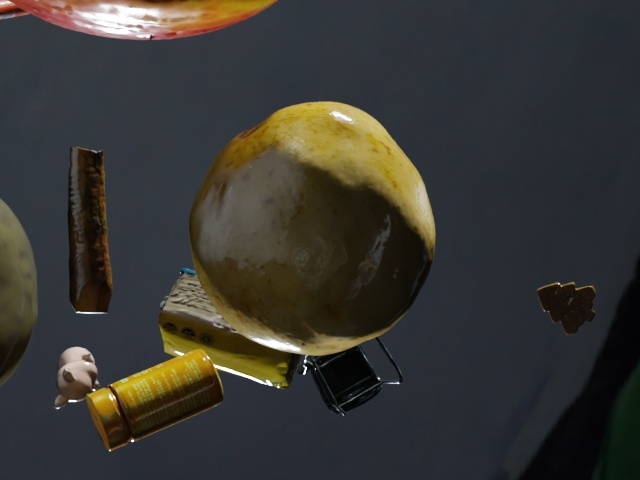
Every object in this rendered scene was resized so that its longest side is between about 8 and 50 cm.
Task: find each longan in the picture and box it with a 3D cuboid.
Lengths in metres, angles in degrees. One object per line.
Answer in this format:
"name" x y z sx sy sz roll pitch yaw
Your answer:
"longan" -0.626 0.074 1.673 0.404 0.336 0.404 169 -90 -84

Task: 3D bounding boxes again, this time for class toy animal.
"toy animal" -0.444 0.243 1.900 0.150 0.089 0.083 -118 -163 -72

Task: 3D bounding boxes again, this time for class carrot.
"carrot" -0.358 -0.017 1.622 0.070 0.070 0.260 139 -53 -80

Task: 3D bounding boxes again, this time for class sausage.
"sausage" -0.563 -0.410 1.861 0.129 0.034 0.034 -38 152 -60

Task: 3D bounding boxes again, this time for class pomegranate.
"pomegranate" 0.000 0.000 0.787 0.196 0.196 0.196 -161 -90 -85

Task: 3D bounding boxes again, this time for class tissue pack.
"tissue pack" -0.167 0.177 2.051 0.192 0.271 0.134 94 13 -58

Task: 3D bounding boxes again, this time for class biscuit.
"biscuit" 0.365 0.095 1.568 0.016 0.092 0.082 -30 142 -72

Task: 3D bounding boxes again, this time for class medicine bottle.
"medicine bottle" -0.254 0.244 1.620 0.096 0.192 0.096 51 -27 39

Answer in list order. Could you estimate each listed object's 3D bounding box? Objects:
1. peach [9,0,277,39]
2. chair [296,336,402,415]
"peach" -0.135 -0.333 0.885 0.372 0.372 0.290 -79 164 -57
"chair" 0.044 0.257 2.049 0.140 0.145 0.221 -27 172 -16
